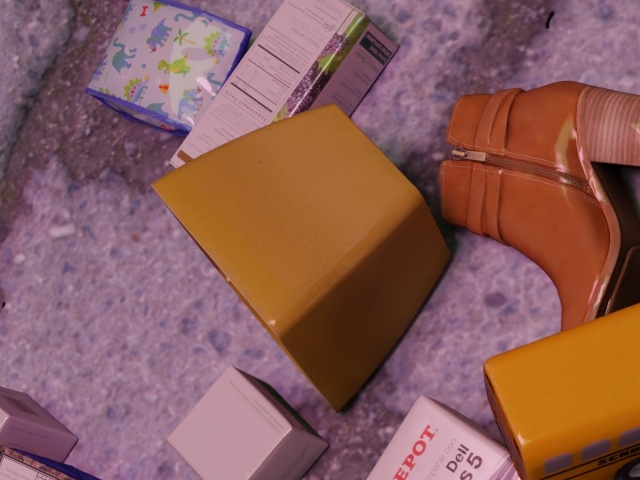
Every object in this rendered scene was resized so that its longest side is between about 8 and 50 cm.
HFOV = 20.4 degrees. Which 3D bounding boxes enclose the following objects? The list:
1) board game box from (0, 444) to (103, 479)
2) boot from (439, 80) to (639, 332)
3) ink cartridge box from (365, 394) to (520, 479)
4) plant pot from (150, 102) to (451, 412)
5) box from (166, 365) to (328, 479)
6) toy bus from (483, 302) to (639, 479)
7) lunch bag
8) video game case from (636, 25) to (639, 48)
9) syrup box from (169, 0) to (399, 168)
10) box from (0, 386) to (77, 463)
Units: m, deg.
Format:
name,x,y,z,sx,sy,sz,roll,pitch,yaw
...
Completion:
name,x,y,z,sx,sy,sz,roll,pitch,yaw
board game box,-0.248,0.379,1.717,0.232,0.141,0.291,19,83,30
boot,0.199,-0.010,1.643,0.220,0.109,0.283,6,88,36
ink cartridge box,0.155,0.293,1.556,0.273,0.115,0.198,32,90,31
plant pot,0.000,0.000,1.688,0.187,0.212,0.212,-39,60,-4
box,-0.071,0.195,1.717,0.102,0.087,0.101,-50,60,5
toy bus,0.309,0.107,1.480,0.333,0.130,0.108,-20,59,-2
lunch bag,-0.151,-0.180,1.875,0.151,0.096,0.129,19,83,40
video game case,0.362,-0.177,1.663,0.122,0.011,0.087,-15,69,22
syrup box,-0.037,-0.138,1.804,0.096,0.093,0.237,36,92,30
box,-0.357,0.238,1.824,0.091,0.130,0.170,34,91,30
